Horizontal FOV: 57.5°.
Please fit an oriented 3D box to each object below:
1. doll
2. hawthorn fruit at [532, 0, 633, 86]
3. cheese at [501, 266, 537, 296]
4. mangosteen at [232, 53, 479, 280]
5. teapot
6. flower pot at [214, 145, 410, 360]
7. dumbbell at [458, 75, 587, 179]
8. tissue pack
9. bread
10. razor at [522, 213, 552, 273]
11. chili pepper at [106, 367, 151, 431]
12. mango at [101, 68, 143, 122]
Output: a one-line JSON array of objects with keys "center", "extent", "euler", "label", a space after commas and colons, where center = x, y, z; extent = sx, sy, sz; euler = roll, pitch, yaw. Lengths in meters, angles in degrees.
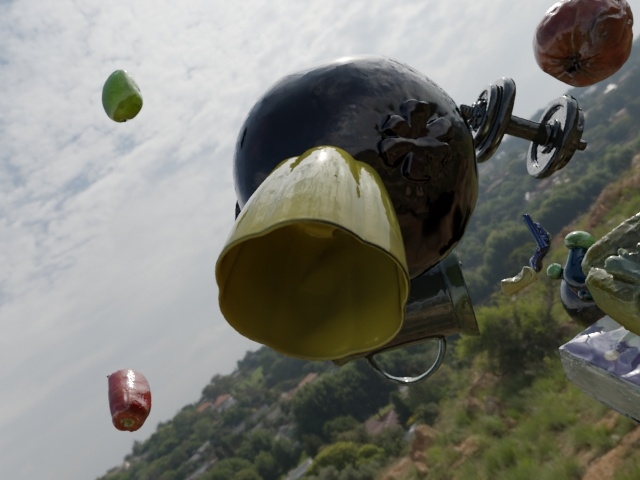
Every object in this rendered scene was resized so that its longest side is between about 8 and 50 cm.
[{"center": [0.669, 0.112, 1.402], "extent": [0.199, 0.322, 0.186], "euler": [8, 69, 45], "label": "doll"}, {"center": [0.669, -0.531, 1.459], "extent": [0.271, 0.242, 0.242], "euler": [-61, 2, -20], "label": "hawthorn fruit"}, {"center": [0.447, 0.090, 1.316], "extent": [0.083, 0.044, 0.030], "euler": [-39, 4, 23], "label": "cheese"}, {"center": [0.037, -0.092, 0.941], "extent": [0.382, 0.382, 0.435], "euler": [-36, 5, -27], "label": "mangosteen"}, {"center": [0.153, 0.171, 1.228], "extent": [0.337, 0.270, 0.200], "euler": [-16, -1, 11], "label": "teapot"}, {"center": [0.000, 0.000, 0.622], "extent": [0.195, 0.195, 0.179], "euler": [-43, 24, 36], "label": "flower pot"}, {"center": [0.434, -0.241, 1.261], "extent": [0.192, 0.290, 0.191], "euler": [-164, 90, -87], "label": "dumbbell"}, {"center": [0.699, 0.208, 1.178], "extent": [0.344, 0.125, 0.242], "euler": [-30, 19, -13], "label": "tissue pack"}, {"center": [0.490, 0.044, 0.779], "extent": [0.257, 0.124, 0.185], "euler": [-17, 43, 33], "label": "bread"}, {"center": [0.555, 0.023, 1.474], "extent": [0.056, 0.093, 0.324], "euler": [-24, -25, 10], "label": "razor"}, {"center": [-0.329, 0.275, 1.008], "extent": [0.071, 0.073, 0.123], "euler": [-10, 26, -17], "label": "chili pepper"}, {"center": [-0.352, -0.257, 1.030], "extent": [0.074, 0.108, 0.056], "euler": [-22, -28, 22], "label": "mango"}]
